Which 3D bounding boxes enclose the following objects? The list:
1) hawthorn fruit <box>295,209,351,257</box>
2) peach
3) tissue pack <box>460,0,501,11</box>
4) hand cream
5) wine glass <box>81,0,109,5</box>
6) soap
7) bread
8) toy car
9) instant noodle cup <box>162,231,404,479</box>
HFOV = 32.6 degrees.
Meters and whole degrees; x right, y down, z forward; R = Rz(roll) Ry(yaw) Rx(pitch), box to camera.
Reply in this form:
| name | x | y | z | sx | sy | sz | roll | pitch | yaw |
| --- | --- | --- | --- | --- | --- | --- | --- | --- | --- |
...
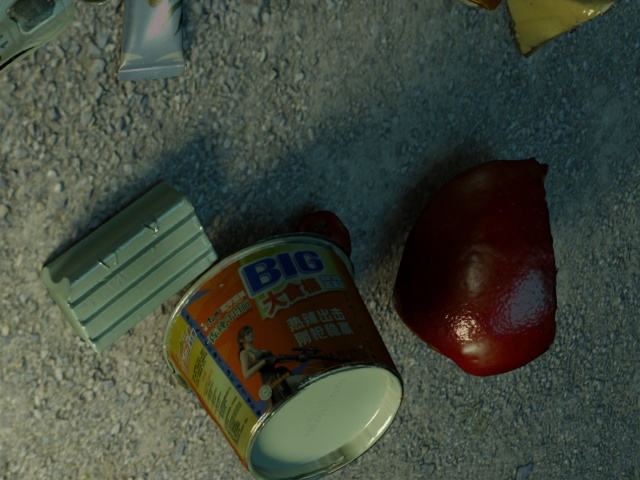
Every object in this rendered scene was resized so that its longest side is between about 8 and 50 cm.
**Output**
| name | x | y | z | sx | sy | sz | roll | pitch | yaw |
| --- | --- | --- | --- | --- | --- | --- | --- | --- | --- |
| hawthorn fruit | 0.000 | 0.000 | 1.532 | 0.093 | 0.093 | 0.093 | -20 | 123 | -34 |
| peach | 0.268 | 0.031 | 1.668 | 0.338 | 0.281 | 0.281 | -55 | 136 | -5 |
| tissue pack | 0.192 | -0.438 | 1.476 | 0.226 | 0.092 | 0.183 | 24 | 95 | -44 |
| hand cream | -0.187 | -0.303 | 1.239 | 0.088 | 0.055 | 0.256 | -13 | 126 | -32 |
| wine glass | -0.233 | -0.364 | 1.088 | 0.156 | 0.156 | 0.232 | -35 | 130 | -24 |
| soap | -0.232 | 0.031 | 1.351 | 0.198 | 0.066 | 0.119 | -39 | 131 | -21 |
| bread | 0.427 | -0.375 | 1.657 | 0.240 | 0.178 | 0.135 | -42 | 132 | -21 |
| toy car | -0.346 | -0.206 | 1.112 | 0.205 | 0.056 | 0.095 | -37 | 134 | -3 |
| instant noodle cup | -0.035 | 0.165 | 1.433 | 0.296 | 0.214 | 0.296 | -20 | 139 | -18 |
